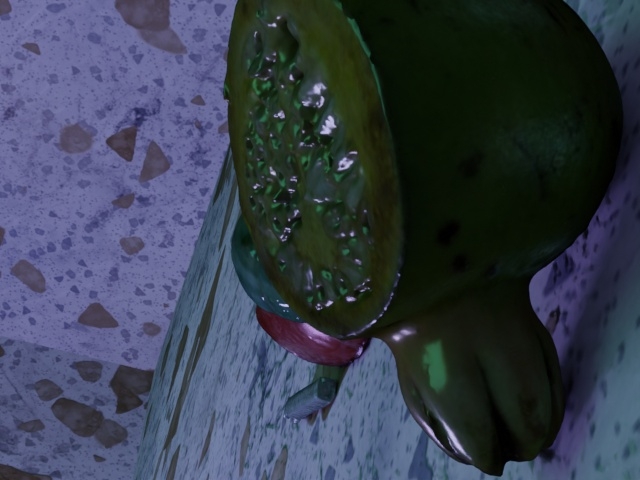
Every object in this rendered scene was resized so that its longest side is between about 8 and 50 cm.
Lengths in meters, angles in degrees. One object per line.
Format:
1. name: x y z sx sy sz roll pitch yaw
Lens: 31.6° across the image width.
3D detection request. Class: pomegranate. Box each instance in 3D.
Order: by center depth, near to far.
1. pomegranate: 0.067 -0.033 0.523 0.240 0.159 0.189 60 151 36

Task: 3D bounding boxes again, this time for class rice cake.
1. rice cake: -0.010 0.144 1.017 0.121 0.022 0.022 134 154 -66

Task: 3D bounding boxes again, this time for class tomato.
1. tomato: -0.003 0.001 0.975 0.228 0.101 0.227 -166 90 -83

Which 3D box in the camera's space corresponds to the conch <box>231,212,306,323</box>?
1. conch: 0.022 -0.018 0.781 0.188 0.122 0.175 -41 17 55
